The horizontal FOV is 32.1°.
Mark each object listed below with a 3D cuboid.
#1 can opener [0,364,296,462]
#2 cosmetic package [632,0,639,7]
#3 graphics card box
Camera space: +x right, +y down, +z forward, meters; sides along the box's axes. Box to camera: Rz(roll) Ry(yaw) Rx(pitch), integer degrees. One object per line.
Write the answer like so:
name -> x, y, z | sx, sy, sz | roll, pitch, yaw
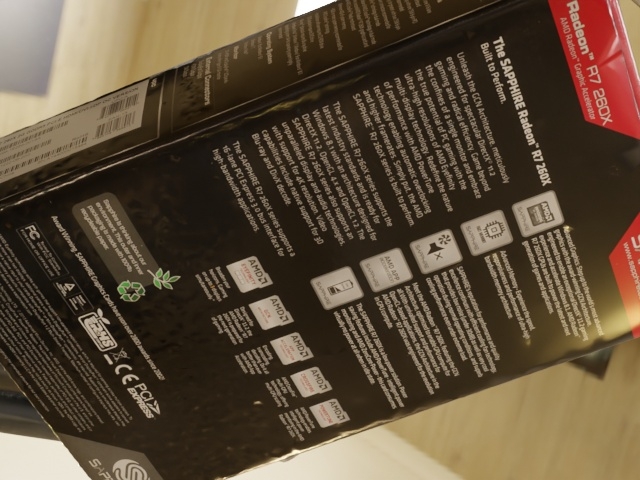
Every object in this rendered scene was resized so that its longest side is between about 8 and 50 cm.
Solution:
can opener -> -0.124, 0.103, 0.805 | 0.284, 0.076, 0.095 | 15, -151, -28
cosmetic package -> 0.180, -0.105, 0.346 | 0.238, 0.127, 0.107 | 26, 160, -35
graphics card box -> 0.000, 0.000, 0.621 | 0.371, 0.232, 0.094 | -22, -146, 9
